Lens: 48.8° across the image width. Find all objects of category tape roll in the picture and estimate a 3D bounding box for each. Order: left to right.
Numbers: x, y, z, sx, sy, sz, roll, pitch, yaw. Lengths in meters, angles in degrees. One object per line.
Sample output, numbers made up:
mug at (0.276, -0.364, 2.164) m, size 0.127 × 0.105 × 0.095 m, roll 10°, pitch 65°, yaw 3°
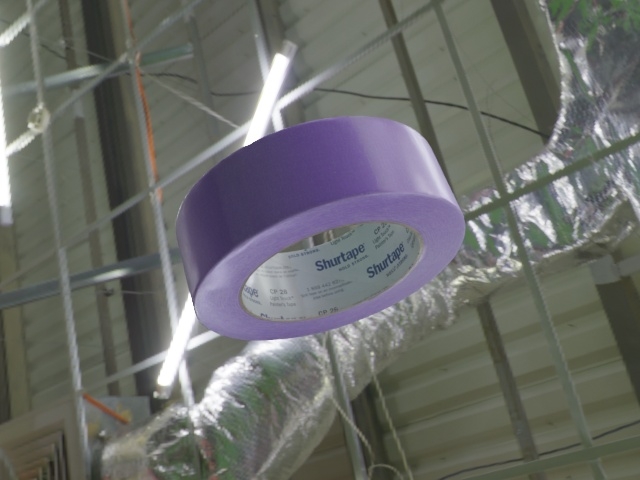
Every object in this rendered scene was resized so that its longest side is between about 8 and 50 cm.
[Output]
tape roll at (0.000, 0.000, 0.707) m, size 0.275 × 0.275 × 0.090 m, roll -36°, pitch -123°, yaw 28°
